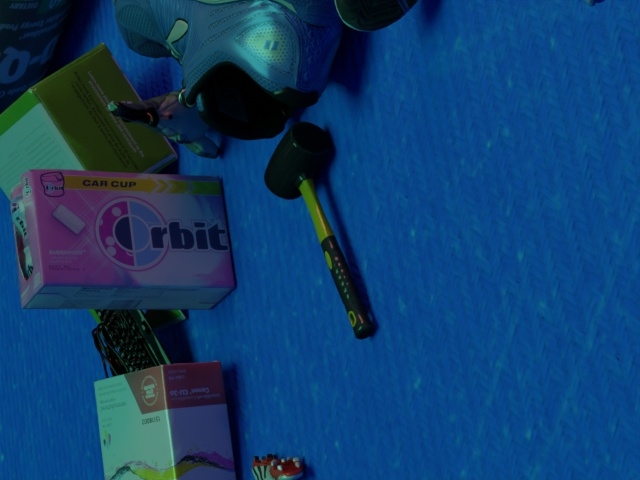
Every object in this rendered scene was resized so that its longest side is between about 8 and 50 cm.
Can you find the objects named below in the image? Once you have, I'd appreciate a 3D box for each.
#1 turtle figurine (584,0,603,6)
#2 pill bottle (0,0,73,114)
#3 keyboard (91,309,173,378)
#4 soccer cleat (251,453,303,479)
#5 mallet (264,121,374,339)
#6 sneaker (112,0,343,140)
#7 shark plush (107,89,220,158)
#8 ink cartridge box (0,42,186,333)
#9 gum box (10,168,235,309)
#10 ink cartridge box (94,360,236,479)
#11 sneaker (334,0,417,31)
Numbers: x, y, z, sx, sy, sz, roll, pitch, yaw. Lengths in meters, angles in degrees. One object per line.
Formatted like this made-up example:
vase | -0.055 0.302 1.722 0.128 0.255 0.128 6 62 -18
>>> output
turtle figurine | 0.177 -0.258 1.045 0.266 0.197 0.275 5 97 60
pill bottle | -0.389 -0.224 2.162 0.361 0.204 0.204 -62 37 42
keyboard | -0.180 0.108 1.848 0.192 0.038 0.100 58 148 24
soccer cleat | -0.034 0.194 1.622 0.083 0.029 0.036 177 85 -66
mallet | 0.000 0.000 1.562 0.062 0.039 0.190 -50 49 49
sneaker | -0.089 -0.160 1.638 0.330 0.129 0.147 11 93 63
shark plush | -0.141 -0.100 1.737 0.067 0.161 0.073 3 103 22
ink cartridge box | -0.204 -0.036 1.921 0.255 0.097 0.189 56 150 -5
gum box | -0.177 0.001 1.739 0.062 0.188 0.107 -41 53 56
ink cartridge box | -0.131 0.211 1.737 0.115 0.067 0.198 -18 78 51
sneaker | 0.047 -0.253 1.447 0.081 0.080 0.211 178 103 -70
